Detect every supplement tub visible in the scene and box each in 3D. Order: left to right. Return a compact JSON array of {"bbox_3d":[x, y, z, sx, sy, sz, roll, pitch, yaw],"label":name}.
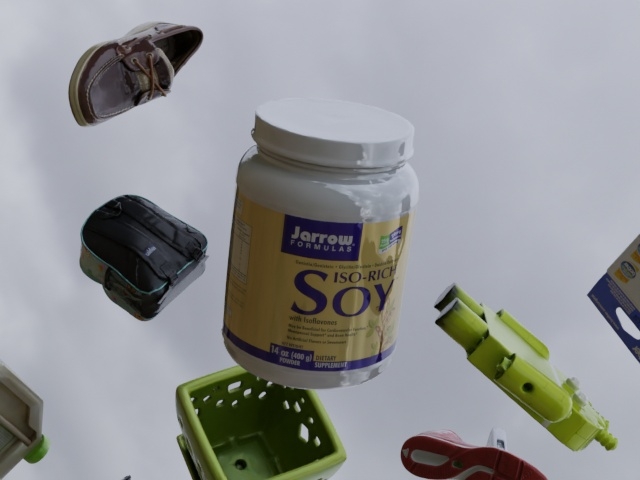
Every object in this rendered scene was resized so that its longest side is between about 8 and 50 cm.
[{"bbox_3d":[0.000,0.000,1.519,0.241,0.241,0.331,34,-56,49],"label":"supplement tub"}]

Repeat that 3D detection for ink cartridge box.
[{"bbox_3d":[0.545,0.034,1.684,0.311,0.065,0.186,-51,-133,21],"label":"ink cartridge box"}]

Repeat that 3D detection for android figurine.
[{"bbox_3d":[0.256,0.162,1.439,0.273,0.056,0.248,40,11,-2],"label":"android figurine"}]

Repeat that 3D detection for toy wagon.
[{"bbox_3d":[-0.647,0.361,2.017,0.267,0.344,0.068,52,-11,-34],"label":"toy wagon"}]

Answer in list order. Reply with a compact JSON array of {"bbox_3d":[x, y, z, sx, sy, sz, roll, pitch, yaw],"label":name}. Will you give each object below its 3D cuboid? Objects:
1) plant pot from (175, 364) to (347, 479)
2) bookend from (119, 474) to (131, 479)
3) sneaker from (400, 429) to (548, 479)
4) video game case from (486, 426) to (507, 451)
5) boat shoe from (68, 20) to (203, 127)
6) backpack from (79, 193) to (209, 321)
[{"bbox_3d":[-0.117,0.355,1.985,0.228,0.227,0.207,61,-28,28],"label":"plant pot"},{"bbox_3d":[-0.358,0.507,1.980,0.157,0.072,0.156,-32,-91,23],"label":"bookend"},{"bbox_3d":[0.236,0.325,1.731,0.221,0.128,0.087,20,-80,11],"label":"sneaker"},{"bbox_3d":[0.315,0.571,2.328,0.300,0.036,0.329,-50,156,-79],"label":"video game case"},{"bbox_3d":[-0.316,-0.304,2.060,0.123,0.342,0.123,0,-63,27],"label":"boat shoe"},{"bbox_3d":[-0.295,0.024,1.887,0.188,0.166,0.144,37,-34,10],"label":"backpack"}]
